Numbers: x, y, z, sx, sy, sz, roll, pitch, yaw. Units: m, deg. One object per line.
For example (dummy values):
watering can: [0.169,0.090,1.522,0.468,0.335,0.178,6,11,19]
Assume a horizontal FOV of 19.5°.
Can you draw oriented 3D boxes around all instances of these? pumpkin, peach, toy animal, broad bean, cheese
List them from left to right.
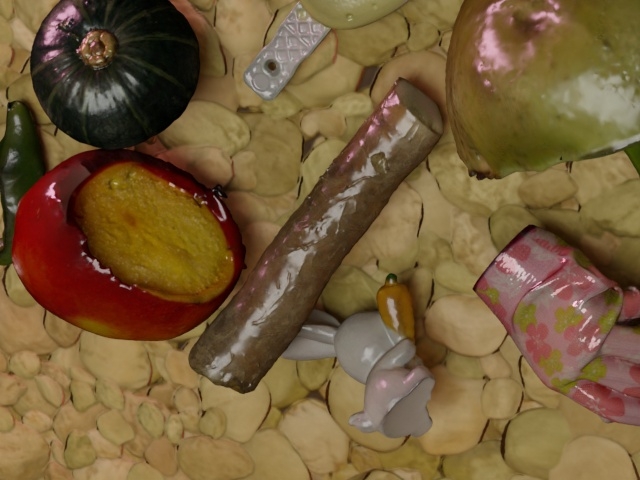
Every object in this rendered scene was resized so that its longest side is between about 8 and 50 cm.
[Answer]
broad bean: [-0.321,-0.050,1.967,0.061,0.046,0.195,21,118,10]
pumpkin: [-0.200,-0.173,1.817,0.167,0.125,0.167,-2,84,21]
peach: [-0.188,0.005,1.856,0.226,0.190,0.196,6,100,26]
cheese: [0.010,-0.229,1.766,0.127,0.050,0.255,40,121,1]
toy animal: [0.037,0.107,1.854,0.182,0.127,0.131,55,164,36]

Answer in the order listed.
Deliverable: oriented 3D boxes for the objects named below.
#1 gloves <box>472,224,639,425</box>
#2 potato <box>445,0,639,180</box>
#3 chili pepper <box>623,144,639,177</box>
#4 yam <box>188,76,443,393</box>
gloves: [0.261,0.097,1.758,0.241,0.126,0.145,43,114,10]
potato: [0.224,-0.200,1.564,0.330,0.280,0.213,-19,105,28]
chili pepper: [0.312,-0.049,1.717,0.052,0.050,0.202,-18,107,39]
yam: [0.000,0.000,1.808,0.081,0.081,0.357,39,106,4]
